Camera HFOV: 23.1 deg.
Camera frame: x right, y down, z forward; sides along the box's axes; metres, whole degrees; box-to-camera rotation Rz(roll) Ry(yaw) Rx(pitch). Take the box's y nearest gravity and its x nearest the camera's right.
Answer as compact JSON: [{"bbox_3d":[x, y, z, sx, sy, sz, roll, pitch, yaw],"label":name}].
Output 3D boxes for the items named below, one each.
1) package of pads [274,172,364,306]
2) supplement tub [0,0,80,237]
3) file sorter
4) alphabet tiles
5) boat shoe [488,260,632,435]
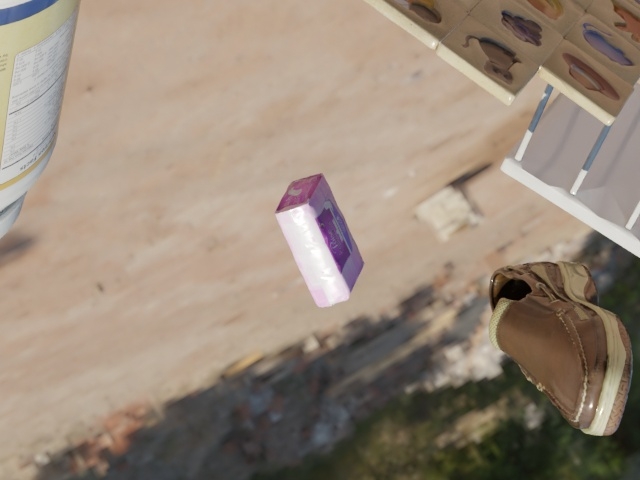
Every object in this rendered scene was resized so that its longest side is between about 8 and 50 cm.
[{"bbox_3d":[0.000,0.000,1.102,0.032,0.083,0.050,-14,-155,23],"label":"package of pads"},{"bbox_3d":[-0.307,-0.154,1.210,0.228,0.228,0.316,-24,149,-35],"label":"supplement tub"},{"bbox_3d":[0.357,-0.104,1.516,0.193,0.277,0.173,-47,163,-36],"label":"file sorter"},{"bbox_3d":[0.113,-0.206,1.087,0.011,0.285,0.342,-56,175,35],"label":"alphabet tiles"},{"bbox_3d":[0.182,0.084,1.270,0.095,0.095,0.257,9,-165,-4],"label":"boat shoe"}]
